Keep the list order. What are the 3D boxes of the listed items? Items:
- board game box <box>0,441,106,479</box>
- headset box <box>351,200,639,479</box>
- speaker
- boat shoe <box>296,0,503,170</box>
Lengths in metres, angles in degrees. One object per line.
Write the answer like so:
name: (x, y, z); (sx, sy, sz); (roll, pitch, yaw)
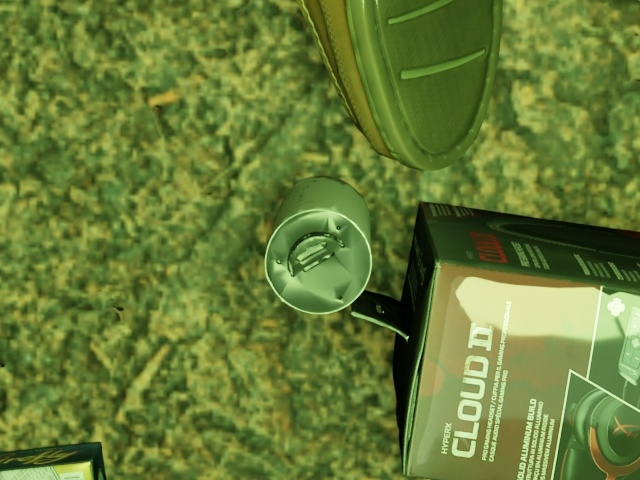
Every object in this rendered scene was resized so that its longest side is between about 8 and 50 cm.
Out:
board game box: (-0.195, 0.247, 1.063); (0.165, 0.042, 0.243); (-6, 99, 2)
headset box: (0.159, 0.060, 0.936); (0.293, 0.218, 0.110); (8, 99, 0)
speaker: (0.000, 0.000, 0.971); (0.055, 0.136, 0.055); (0, 99, 1)
boat shoe: (0.014, -0.187, 0.964); (0.104, 0.110, 0.307); (6, 115, 44)
